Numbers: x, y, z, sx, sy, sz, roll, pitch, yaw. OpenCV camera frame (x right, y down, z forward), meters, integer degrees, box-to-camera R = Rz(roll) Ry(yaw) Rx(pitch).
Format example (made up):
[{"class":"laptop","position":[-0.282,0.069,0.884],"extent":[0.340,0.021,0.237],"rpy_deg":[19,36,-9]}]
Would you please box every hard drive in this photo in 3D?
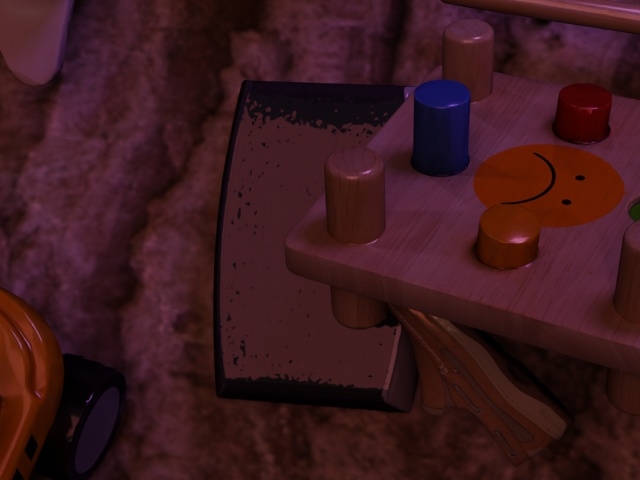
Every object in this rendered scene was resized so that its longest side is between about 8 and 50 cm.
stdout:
[{"class":"hard drive","position":[0.000,0.000,0.867],"extent":[0.172,0.054,0.254],"rpy_deg":[4,85,9]}]

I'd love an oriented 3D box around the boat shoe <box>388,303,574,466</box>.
[{"class":"boat shoe","position":[0.097,0.096,0.811],"extent":[0.190,0.068,0.072],"rpy_deg":[43,98,-13]}]

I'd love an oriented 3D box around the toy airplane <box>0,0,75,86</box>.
[{"class":"toy airplane","position":[-0.355,-0.258,0.869],"extent":[0.386,0.272,0.384],"rpy_deg":[-36,118,-5]}]

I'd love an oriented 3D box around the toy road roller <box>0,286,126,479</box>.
[{"class":"toy road roller","position":[-0.302,0.181,0.790],"extent":[0.202,0.240,0.329],"rpy_deg":[21,83,10]}]

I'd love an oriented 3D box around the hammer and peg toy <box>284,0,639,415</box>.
[{"class":"hammer and peg toy","position":[0.163,-0.058,0.767],"extent":[0.266,0.361,0.127],"rpy_deg":[15,131,23]}]
